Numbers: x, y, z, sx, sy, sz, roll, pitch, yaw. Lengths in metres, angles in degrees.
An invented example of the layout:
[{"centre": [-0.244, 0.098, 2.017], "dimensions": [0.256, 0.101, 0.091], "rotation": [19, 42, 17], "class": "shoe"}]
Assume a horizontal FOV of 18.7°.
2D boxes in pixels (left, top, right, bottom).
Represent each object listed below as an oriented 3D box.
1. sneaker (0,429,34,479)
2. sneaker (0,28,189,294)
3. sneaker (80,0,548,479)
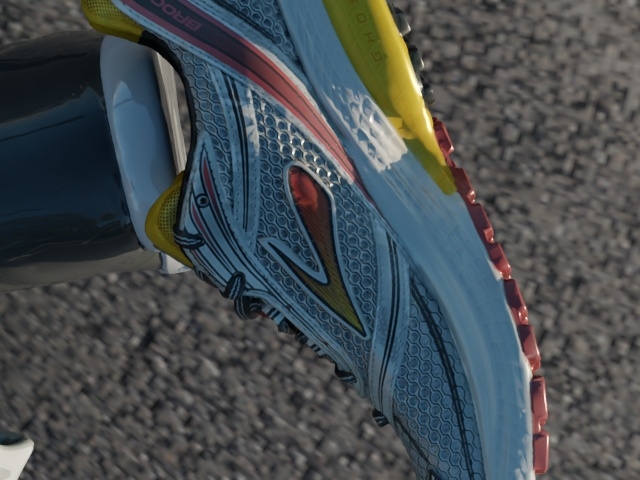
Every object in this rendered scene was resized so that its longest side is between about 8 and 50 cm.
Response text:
[{"centre": [-0.345, 0.106, 1.487], "dimensions": [0.146, 0.122, 0.330], "rotation": [-54, 132, -19], "class": "sneaker"}, {"centre": [-0.122, -0.027, 0.731], "dimensions": [0.147, 0.296, 0.104], "rotation": [-10, 92, -2], "class": "sneaker"}, {"centre": [0.000, 0.000, 0.583], "dimensions": [0.093, 0.088, 0.225], "rotation": [-25, 91, -3], "class": "sneaker"}]
